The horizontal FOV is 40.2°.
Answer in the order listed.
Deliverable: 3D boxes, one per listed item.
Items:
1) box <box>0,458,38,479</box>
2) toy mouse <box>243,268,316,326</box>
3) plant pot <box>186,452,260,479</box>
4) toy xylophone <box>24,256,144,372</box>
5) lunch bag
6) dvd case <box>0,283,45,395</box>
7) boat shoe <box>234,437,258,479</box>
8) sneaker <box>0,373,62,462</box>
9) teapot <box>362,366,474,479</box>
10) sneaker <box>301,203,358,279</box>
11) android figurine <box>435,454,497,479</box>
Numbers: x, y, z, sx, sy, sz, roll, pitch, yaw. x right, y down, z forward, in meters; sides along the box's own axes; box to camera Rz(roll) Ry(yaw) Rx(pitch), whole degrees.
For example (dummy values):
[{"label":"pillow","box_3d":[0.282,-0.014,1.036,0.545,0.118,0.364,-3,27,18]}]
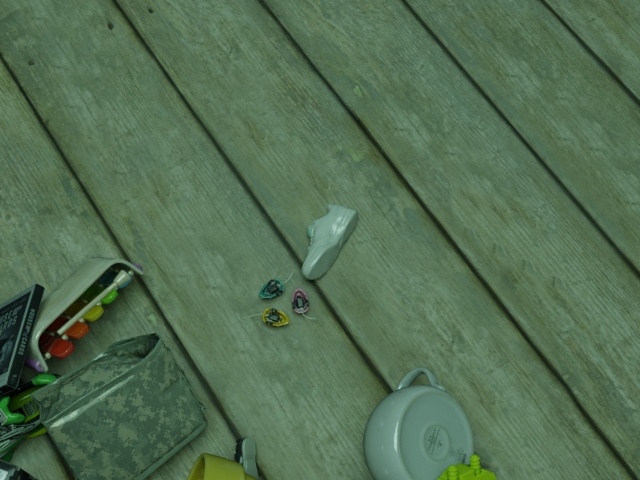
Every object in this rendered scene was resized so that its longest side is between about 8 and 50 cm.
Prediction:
[{"label":"box","box_3d":[-0.635,0.608,1.586,0.097,0.318,0.395,19,67,7]},{"label":"toy mouse","box_3d":[-0.081,0.133,1.992,0.161,0.031,0.143,12,66,2]},{"label":"plant pot","box_3d":[-0.151,0.563,1.689,0.239,0.254,0.254,18,65,-13]},{"label":"toy xylophone","box_3d":[-0.514,0.146,1.866,0.323,0.236,0.081,-44,118,-20]},{"label":"lunch bag","box_3d":[-0.392,0.344,1.757,0.287,0.169,0.235,-31,116,-17]},{"label":"dvd case","box_3d":[-0.663,0.221,1.825,0.029,0.179,0.238,35,43,-36]},{"label":"boat shoe","box_3d":[-0.160,0.477,1.827,0.038,0.046,0.125,-15,73,38]},{"label":"sneaker","box_3d":[-0.667,0.381,1.783,0.343,0.146,0.134,-39,73,-18]},{"label":"teapot","box_3d":[0.179,0.416,1.803,0.256,0.187,0.252,-18,88,-37]},{"label":"sneaker","box_3d":[0.000,0.000,2.044,0.094,0.080,0.212,24,59,20]},{"label":"android figurine","box_3d":[0.283,0.555,1.712,0.248,0.056,0.272,-10,103,-36]}]
